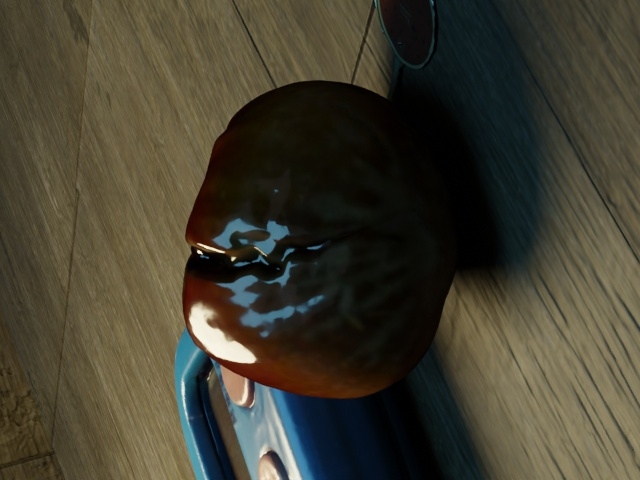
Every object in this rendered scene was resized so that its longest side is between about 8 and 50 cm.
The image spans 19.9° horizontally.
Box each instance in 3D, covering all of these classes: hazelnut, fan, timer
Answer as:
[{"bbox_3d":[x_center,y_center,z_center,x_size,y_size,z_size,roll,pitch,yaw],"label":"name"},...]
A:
[{"bbox_3d":[-0.003,0.000,1.209,0.181,0.181,0.212,-108,17,-82],"label":"hazelnut"},{"bbox_3d":[0.053,-0.135,1.212,0.133,0.005,0.085,96,151,-42],"label":"fan"},{"bbox_3d":[-0.013,0.196,1.456,0.309,0.115,0.340,125,128,-63],"label":"timer"}]
